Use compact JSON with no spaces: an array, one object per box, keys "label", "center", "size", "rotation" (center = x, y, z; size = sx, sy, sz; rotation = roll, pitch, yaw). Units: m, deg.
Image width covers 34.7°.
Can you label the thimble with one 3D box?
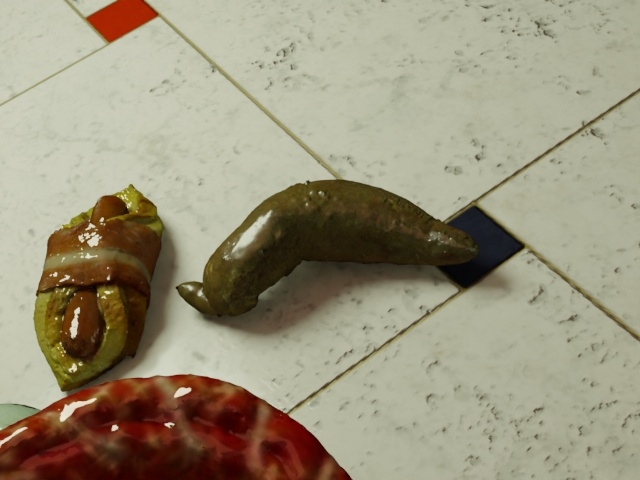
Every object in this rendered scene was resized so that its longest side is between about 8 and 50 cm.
[{"label":"thimble","center":[-0.119,0.286,0.693],"size":[0.350,0.230,0.350],"rotation":[2,58,-3]}]

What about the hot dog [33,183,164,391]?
[{"label":"hot dog","center":[-0.234,0.027,1.080],"size":[0.123,0.093,0.261],"rotation":[-8,49,8]}]

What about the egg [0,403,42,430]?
[{"label":"egg","center":[-0.265,0.216,0.912],"size":[0.164,0.131,0.131],"rotation":[23,57,7]}]

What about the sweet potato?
[{"label":"sweet potato","center":[-0.003,-0.003,1.048],"size":[0.310,0.098,0.124],"rotation":[-11,69,2]}]
